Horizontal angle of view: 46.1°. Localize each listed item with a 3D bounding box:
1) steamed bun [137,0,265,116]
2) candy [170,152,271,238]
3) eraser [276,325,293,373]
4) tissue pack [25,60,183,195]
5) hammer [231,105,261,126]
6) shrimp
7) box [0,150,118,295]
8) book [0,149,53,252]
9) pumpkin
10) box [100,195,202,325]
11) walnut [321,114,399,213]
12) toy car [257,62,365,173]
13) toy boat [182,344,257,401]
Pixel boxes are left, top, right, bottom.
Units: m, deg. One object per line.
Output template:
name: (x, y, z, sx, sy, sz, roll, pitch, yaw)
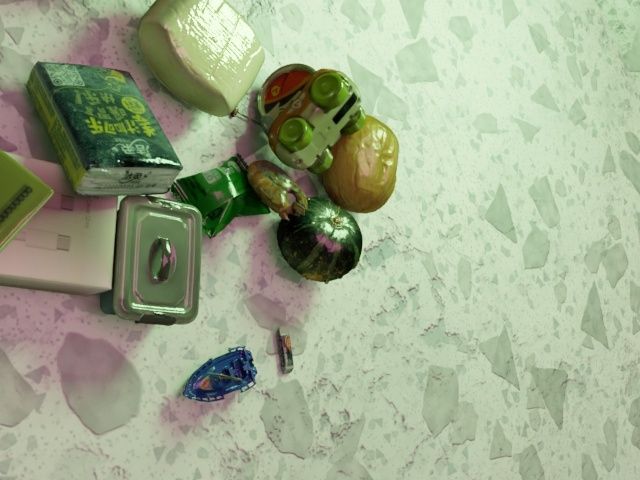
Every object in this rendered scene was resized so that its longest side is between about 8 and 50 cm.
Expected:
steamed bun: (-0.243, -0.371, 1.473, 0.250, 0.155, 0.200, 44, 59, -32)
candy: (-0.188, -0.090, 1.513, 0.203, 0.078, 0.141, -31, 102, -45)
eraser: (-0.073, 0.230, 1.578, 0.027, 0.019, 0.099, -4, 83, -41)
tissue pack: (-0.373, -0.196, 1.298, 0.185, 0.081, 0.257, -5, 54, -44)
hammer: (-0.142, -0.257, 1.628, 0.123, 0.014, 0.029, 25, 77, -36)
shrimp: (-0.076, -0.105, 1.536, 0.132, 0.051, 0.187, 1, 43, -34)
box: (-0.472, -0.025, 1.241, 0.252, 0.106, 0.203, 13, 71, -39)
book: (-0.609, -0.095, 1.096, 0.352, 0.035, 0.239, 37, 66, -7)
pumpkin: (-0.001, -0.001, 1.602, 0.190, 0.146, 0.190, 10, 45, -10)
box: (-0.305, 0.041, 1.349, 0.162, 0.130, 0.226, 10, 73, -38)
walnut: (0.087, -0.171, 1.699, 0.193, 0.193, 0.225, 6, 84, -39)
toy car: (-0.044, -0.277, 1.601, 0.145, 0.235, 0.235, 42, 52, -59)
toy boat: (-0.181, 0.257, 1.421, 0.175, 0.110, 0.091, -18, 92, -39)
